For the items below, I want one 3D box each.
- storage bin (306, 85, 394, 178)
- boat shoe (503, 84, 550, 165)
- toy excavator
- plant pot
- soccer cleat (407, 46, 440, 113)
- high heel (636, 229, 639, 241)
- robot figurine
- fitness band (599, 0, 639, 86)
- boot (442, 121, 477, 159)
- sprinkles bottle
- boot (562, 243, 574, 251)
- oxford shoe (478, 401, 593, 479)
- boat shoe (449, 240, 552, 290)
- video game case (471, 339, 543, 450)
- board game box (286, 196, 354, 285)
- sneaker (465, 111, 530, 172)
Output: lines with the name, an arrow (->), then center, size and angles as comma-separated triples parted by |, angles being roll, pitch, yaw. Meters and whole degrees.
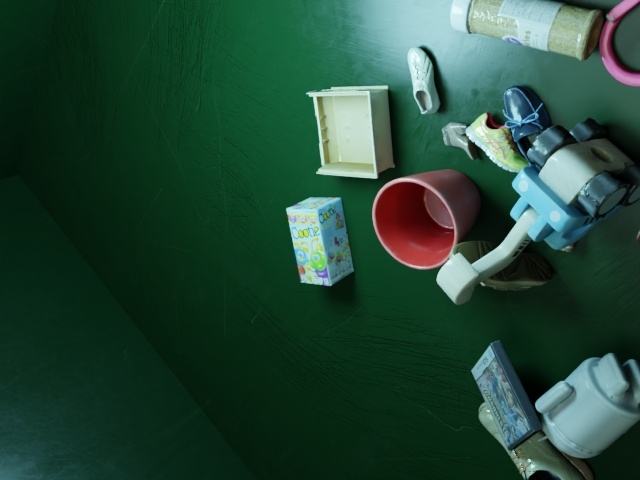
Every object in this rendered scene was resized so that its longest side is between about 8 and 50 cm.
storage bin -> 0.090, -0.347, 2.066 | 0.260, 0.123, 0.263 | 8, 116, 37
boat shoe -> 0.557, -0.289, 1.721 | 0.109, 0.089, 0.258 | -32, 88, 44
toy excavator -> 0.535, -0.043, 1.615 | 0.222, 0.432, 0.445 | 51, 137, 29
plant pot -> 0.328, -0.082, 1.906 | 0.274, 0.243, 0.275 | 17, 120, 33
soccer cleat -> 0.291, -0.457, 1.875 | 0.068, 0.076, 0.196 | -11, 102, 43
high heel -> 0.821, -0.102, 1.594 | 0.117, 0.082, 0.244 | -4, 120, 31
robot figurine -> 0.757, 0.469, 1.829 | 0.299, 0.200, 0.354 | 20, 127, -11
fitness band -> 0.772, -0.478, 1.475 | 0.290, 0.054, 0.209 | -35, 86, 45
boot -> 0.400, -0.286, 1.895 | 0.086, 0.042, 0.119 | -4, 106, 48
sprinkles bottle -> 0.504, -0.545, 1.623 | 0.355, 0.121, 0.121 | 25, 124, 29
boot -> 0.631, -0.039, 1.804 | 0.157, 0.059, 0.085 | 24, 121, 20
oxford shoe -> 0.653, 0.659, 2.047 | 0.396, 0.146, 0.141 | 34, 131, 25
boat shoe -> 0.485, 0.089, 1.816 | 0.110, 0.340, 0.122 | -46, 40, 49
video game case -> 0.554, 0.471, 1.977 | 0.248, 0.035, 0.275 | 96, 157, -60
board game box -> 0.000, 0.000, 2.292 | 0.142, 0.144, 0.276 | 4, 112, 39
sneaker -> 0.497, -0.268, 1.790 | 0.208, 0.081, 0.094 | 44, 127, 15
